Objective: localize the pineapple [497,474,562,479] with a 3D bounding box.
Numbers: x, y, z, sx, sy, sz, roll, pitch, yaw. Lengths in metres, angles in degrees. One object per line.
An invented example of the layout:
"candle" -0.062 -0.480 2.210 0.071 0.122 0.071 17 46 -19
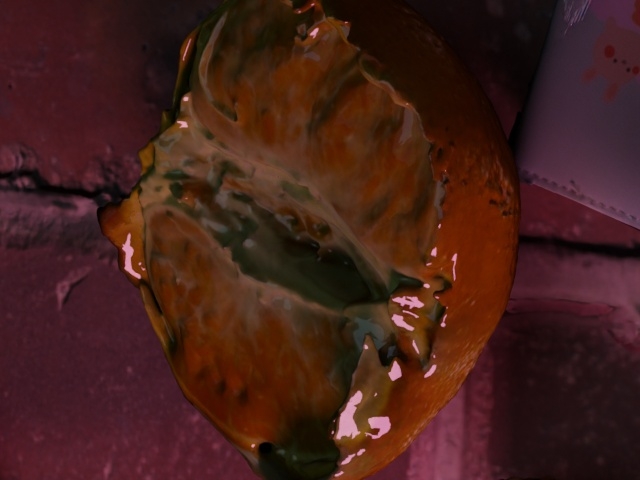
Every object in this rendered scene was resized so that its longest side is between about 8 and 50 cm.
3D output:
"pineapple" 0.206 0.208 1.168 0.248 0.128 0.128 0 92 27

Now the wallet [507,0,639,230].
"wallet" 0.217 -0.131 1.164 0.176 0.075 0.250 26 107 34

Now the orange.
"orange" 0.009 -0.001 1.227 0.262 0.196 0.334 44 120 50
